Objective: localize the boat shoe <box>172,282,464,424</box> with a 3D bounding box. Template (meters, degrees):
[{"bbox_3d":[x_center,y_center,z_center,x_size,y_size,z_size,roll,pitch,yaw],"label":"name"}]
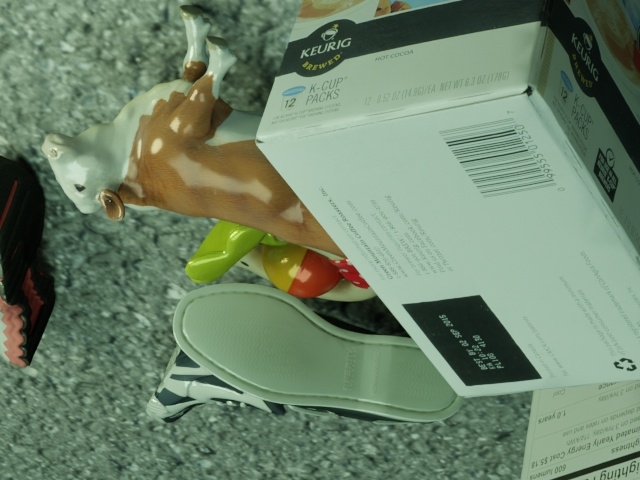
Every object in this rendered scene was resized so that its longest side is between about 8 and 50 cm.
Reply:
[{"bbox_3d":[-0.008,0.124,1.738,0.302,0.114,0.091,20,164,-9],"label":"boat shoe"}]

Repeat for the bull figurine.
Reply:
[{"bbox_3d":[-0.074,-0.082,1.479,0.310,0.101,0.188,15,115,-7],"label":"bull figurine"}]

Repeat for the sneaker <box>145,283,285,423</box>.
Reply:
[{"bbox_3d":[-0.086,0.153,1.863,0.153,0.094,0.235,29,133,-5],"label":"sneaker"}]

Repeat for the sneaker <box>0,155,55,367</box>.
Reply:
[{"bbox_3d":[-0.359,0.024,1.773,0.136,0.116,0.314,13,145,5],"label":"sneaker"}]

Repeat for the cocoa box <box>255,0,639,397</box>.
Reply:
[{"bbox_3d":[0.150,-0.071,1.354,0.231,0.228,0.347,-9,138,32],"label":"cocoa box"}]

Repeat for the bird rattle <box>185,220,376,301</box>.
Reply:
[{"bbox_3d":[0.000,0.000,1.634,0.253,0.143,0.207,12,163,-6],"label":"bird rattle"}]

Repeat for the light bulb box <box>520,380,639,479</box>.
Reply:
[{"bbox_3d":[0.363,0.254,1.534,0.225,0.361,0.358,29,146,-26],"label":"light bulb box"}]
